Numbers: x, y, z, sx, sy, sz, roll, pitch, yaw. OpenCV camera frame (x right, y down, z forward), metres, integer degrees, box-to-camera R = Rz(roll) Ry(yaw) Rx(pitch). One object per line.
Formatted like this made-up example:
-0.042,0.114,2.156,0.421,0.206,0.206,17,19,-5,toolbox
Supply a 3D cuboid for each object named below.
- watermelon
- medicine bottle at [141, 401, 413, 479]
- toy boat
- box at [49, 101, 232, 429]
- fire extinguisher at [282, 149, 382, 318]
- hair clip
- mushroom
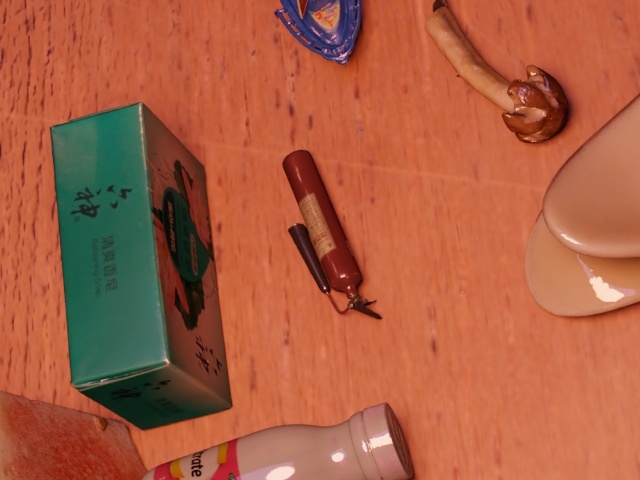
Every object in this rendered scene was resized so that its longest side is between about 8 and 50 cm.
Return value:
-0.219,0.246,1.518,0.201,0.261,0.213,-13,59,-18,watermelon
-0.035,0.199,1.521,0.217,0.090,0.090,-20,65,9,medicine bottle
-0.011,-0.235,1.668,0.091,0.110,0.175,-24,66,9,toy boat
-0.155,0.024,1.593,0.092,0.153,0.245,-14,68,12,box
0.000,0.000,1.618,0.049,0.035,0.173,-25,61,4,fire extinguisher
0.287,-0.047,1.508,0.282,0.113,0.172,-35,64,-3,hair clip
0.146,-0.155,1.617,0.060,0.061,0.187,-46,59,3,mushroom
